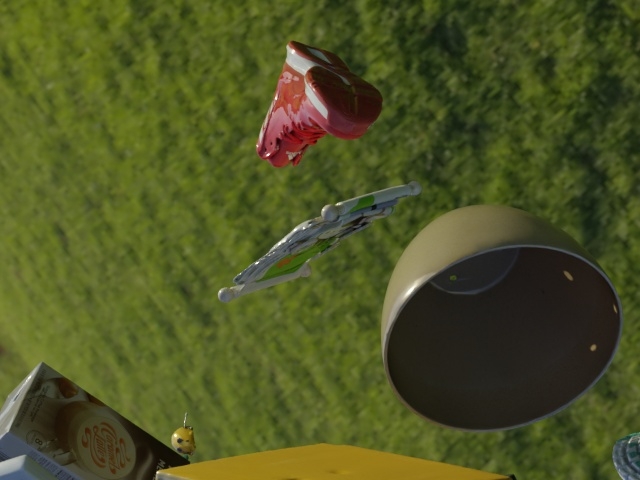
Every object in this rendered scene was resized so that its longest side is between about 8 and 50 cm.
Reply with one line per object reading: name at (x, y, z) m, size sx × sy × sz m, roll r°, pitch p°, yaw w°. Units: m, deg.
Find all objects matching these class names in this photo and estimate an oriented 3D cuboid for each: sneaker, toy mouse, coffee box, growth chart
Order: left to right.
coffee box at (-0.305, 0.291, 1.660) m, size 0.246 × 0.141 × 0.098 m, roll 37°, pitch 122°, yaw -16°
toy mouse at (-0.201, 0.347, 1.866) m, size 0.161 × 0.031 × 0.143 m, roll -134°, pitch 46°, yaw -71°
sneaker at (-0.004, -0.117, 1.337) m, size 0.087 × 0.128 × 0.221 m, roll 15°, pitch -159°, yaw -16°
growth chart at (0.000, 0.000, 1.310) m, size 0.237 × 0.172 × 0.021 m, roll -37°, pitch 77°, yaw 46°
sneaker at (0.316, 0.243, 1.191) m, size 0.166 × 0.065 × 0.076 m, roll -92°, pitch -12°, yaw -63°

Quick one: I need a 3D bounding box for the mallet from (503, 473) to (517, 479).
mallet at (0.200, 0.353, 1.687) m, size 0.039 × 0.189 × 0.062 m, roll -26°, pitch 73°, yaw 47°

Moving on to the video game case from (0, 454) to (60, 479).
video game case at (-0.320, 0.289, 1.278) m, size 0.183 × 0.201 × 0.023 m, roll 52°, pitch -152°, yaw -42°

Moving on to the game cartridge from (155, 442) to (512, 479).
game cartridge at (0.021, 0.291, 1.475) m, size 0.285 × 0.323 × 0.053 m, roll 4°, pitch 90°, yaw 39°

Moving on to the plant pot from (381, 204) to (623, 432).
plant pot at (0.199, 0.065, 1.556) m, size 0.191 × 0.284 × 0.284 m, roll -104°, pitch -8°, yaw -53°
